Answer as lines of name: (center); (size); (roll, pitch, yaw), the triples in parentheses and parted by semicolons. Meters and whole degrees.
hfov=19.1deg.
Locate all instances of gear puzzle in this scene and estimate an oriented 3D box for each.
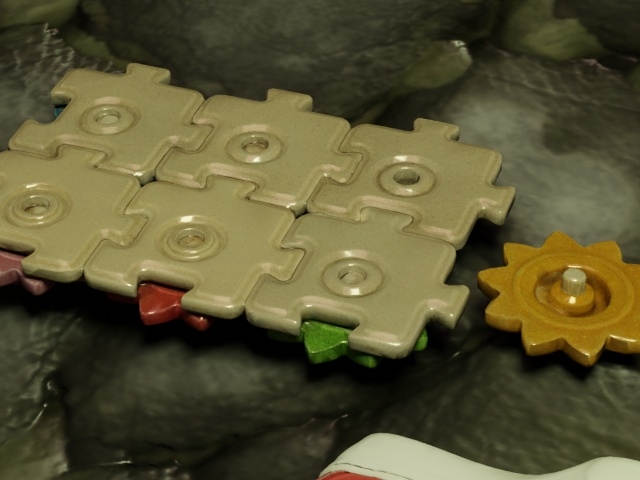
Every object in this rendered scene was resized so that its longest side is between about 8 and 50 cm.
gear puzzle: (0.000, 0.000, 0.907); (0.339, 0.044, 0.175); (12, 40, 16)

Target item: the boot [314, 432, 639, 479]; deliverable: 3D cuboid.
boot: (0.038, 0.151, 0.635); (0.176, 0.088, 0.244); (-38, 23, -33)
